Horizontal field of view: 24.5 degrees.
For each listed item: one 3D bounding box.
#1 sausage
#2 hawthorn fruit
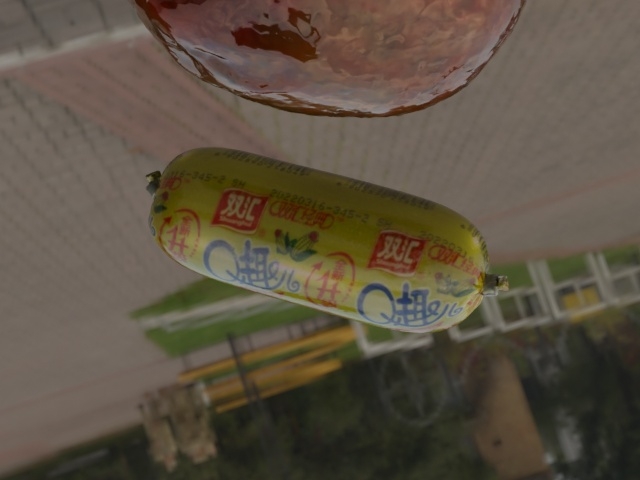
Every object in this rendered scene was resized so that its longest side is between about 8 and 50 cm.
[{"bbox_3d":[0.000,0.000,1.316,0.347,0.123,0.123,15,179,12],"label":"sausage"},{"bbox_3d":[-0.017,-0.203,0.903,0.298,0.277,0.277,-25,179,-45],"label":"hawthorn fruit"}]
